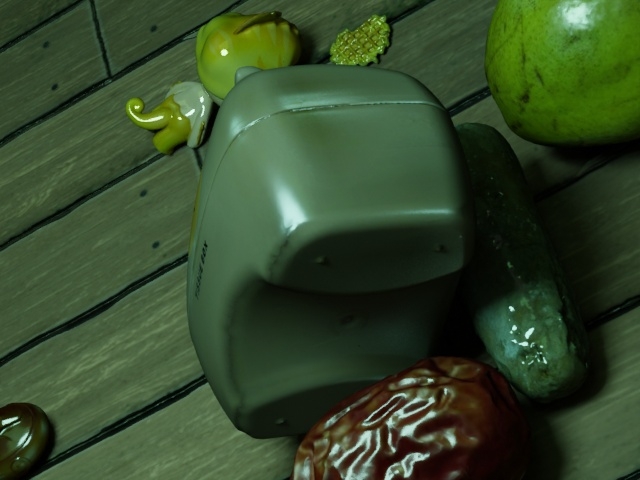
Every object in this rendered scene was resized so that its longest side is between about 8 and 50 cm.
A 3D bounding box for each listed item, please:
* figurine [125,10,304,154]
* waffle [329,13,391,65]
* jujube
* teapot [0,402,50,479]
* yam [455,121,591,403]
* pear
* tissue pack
[{"bbox_3d":[-0.129,-0.208,2.342,0.246,0.131,0.156,-41,63,18],"label":"figurine"},{"bbox_3d":[0.050,-0.250,2.321,0.085,0.016,0.078,-16,50,23],"label":"waffle"},{"bbox_3d":[0.090,0.220,1.841,0.250,0.174,0.174,-35,45,10],"label":"jujube"},{"bbox_3d":[-0.386,0.240,2.190,0.129,0.078,0.098,-27,47,13],"label":"teapot"},{"bbox_3d":[0.198,0.031,1.946,0.133,0.133,0.330,-30,52,10],"label":"yam"},{"bbox_3d":[0.319,-0.230,1.979,0.307,0.253,0.253,-23,47,30],"label":"pear"},{"bbox_3d":[0.000,0.000,1.894,0.267,0.387,0.277,-4,50,-15],"label":"tissue pack"}]
